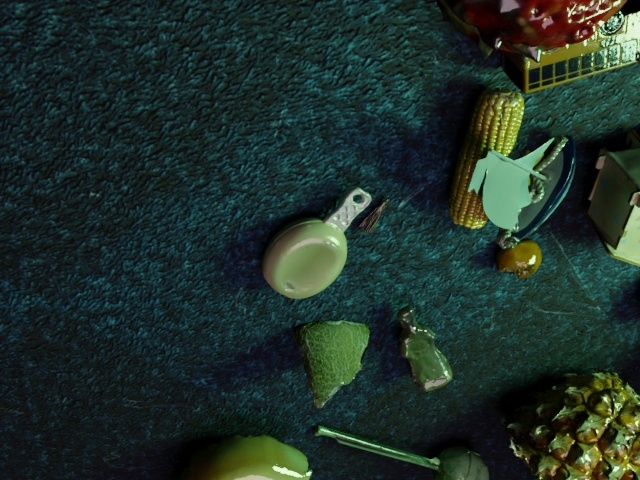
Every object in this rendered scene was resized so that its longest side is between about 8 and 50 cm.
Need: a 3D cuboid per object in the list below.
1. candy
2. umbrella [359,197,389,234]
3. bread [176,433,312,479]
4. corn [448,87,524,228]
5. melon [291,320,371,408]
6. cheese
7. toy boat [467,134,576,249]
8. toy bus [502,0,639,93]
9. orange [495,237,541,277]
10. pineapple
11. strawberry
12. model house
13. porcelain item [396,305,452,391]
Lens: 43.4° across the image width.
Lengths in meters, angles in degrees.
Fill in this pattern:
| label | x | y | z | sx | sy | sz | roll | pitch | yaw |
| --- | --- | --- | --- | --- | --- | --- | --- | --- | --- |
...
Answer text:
| label | x | y | z | sx | sy | sz | roll | pitch | yaw |
| --- | --- | --- | --- | --- | --- | --- | --- | --- | --- |
| candy | 0.181 | 0.465 | 1.747 | 0.439 | 0.119 | 0.119 | 23 | 117 | -21 |
| umbrella | 0.092 | -0.039 | 1.365 | 0.031 | 0.020 | 0.083 | 20 | 113 | -30 |
| bread | -0.149 | 0.517 | 1.628 | 0.333 | 0.160 | 0.333 | -8 | 127 | -10 |
| corn | 0.264 | -0.132 | 1.305 | 0.081 | 0.081 | 0.248 | -1 | 127 | -16 |
| melon | 0.003 | 0.212 | 1.480 | 0.139 | 0.202 | 0.093 | 36 | 136 | 1 |
| cheese | 0.000 | 0.000 | 1.338 | 0.137 | 0.064 | 0.227 | 28 | 113 | -34 |
| toy boat | 0.319 | -0.086 | 1.289 | 0.291 | 0.067 | 0.220 | 8 | 115 | -56 |
| toy bus | 0.379 | -0.299 | 1.200 | 0.201 | 0.098 | 0.114 | -16 | 130 | -4 |
| orange | 0.368 | 0.034 | 1.478 | 0.086 | 0.062 | 0.086 | -9 | 127 | -13 |
| pineapple | 0.573 | 0.446 | 1.681 | 0.300 | 0.352 | 0.352 | -38 | 128 | 12 |
| strawberry | 0.276 | -0.372 | 0.989 | 0.310 | 0.292 | 0.292 | -29 | 129 | 7 |
| model house | 0.629 | -0.073 | 1.424 | 0.326 | 0.169 | 0.244 | -11 | 136 | -7 |
| porcelain item | 0.185 | 0.201 | 1.545 | 0.081 | 0.069 | 0.216 | -24 | 131 | 7 |
